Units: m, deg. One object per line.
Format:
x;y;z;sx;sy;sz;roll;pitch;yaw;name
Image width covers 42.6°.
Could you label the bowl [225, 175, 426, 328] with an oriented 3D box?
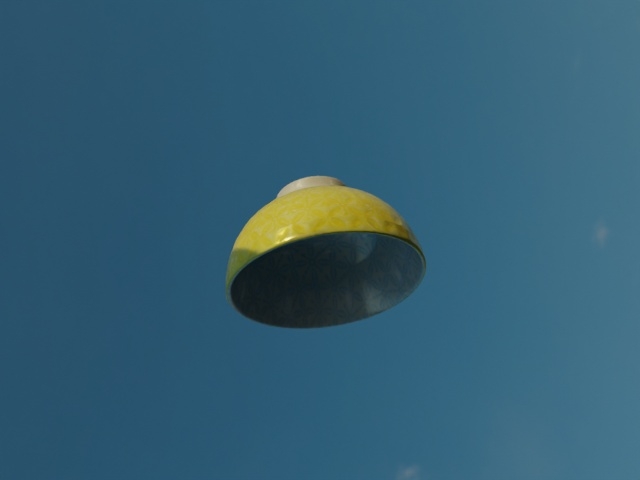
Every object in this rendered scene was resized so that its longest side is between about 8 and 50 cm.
0.000;0.000;1.209;0.289;0.289;0.156;24;-133;-41;bowl
